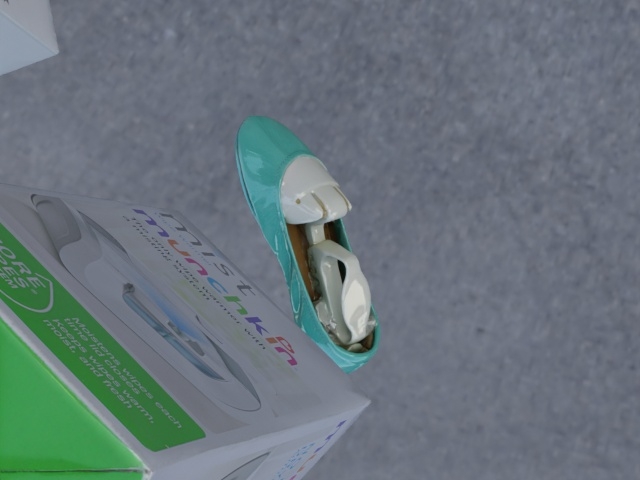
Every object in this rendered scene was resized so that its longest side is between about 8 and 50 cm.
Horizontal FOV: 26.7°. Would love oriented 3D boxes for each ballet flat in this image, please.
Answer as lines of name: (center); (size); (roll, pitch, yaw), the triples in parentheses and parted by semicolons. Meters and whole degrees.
ballet flat: (0.000, 0.000, 1.196); (0.087, 0.083, 0.247); (-9, 102, 48)

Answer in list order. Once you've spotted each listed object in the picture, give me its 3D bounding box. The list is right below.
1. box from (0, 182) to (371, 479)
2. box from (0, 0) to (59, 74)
box: (-0.136, 0.114, 0.465); (0.127, 0.262, 0.231); (43, -172, 14)
box: (-0.288, -0.175, 0.949); (0.170, 0.130, 0.091); (-17, 163, 12)
